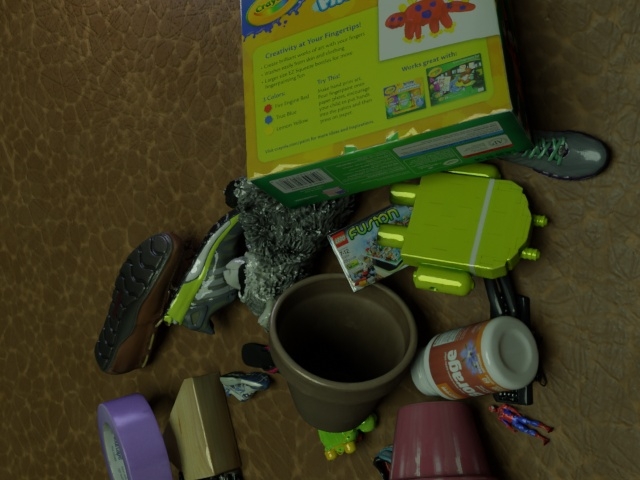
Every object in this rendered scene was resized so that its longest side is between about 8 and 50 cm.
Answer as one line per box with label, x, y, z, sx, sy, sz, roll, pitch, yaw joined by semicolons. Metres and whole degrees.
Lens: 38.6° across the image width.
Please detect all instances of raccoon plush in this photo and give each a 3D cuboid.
raccoon plush;0.000;0.000;1.706;0.446;0.216;0.299;-12;93;37

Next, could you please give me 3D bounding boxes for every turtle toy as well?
turtle toy;0.049;0.362;1.757;0.130;0.066;0.095;-28;77;34

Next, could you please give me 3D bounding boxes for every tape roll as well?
tape roll;-0.411;0.482;2.023;0.275;0.090;0.275;42;140;51

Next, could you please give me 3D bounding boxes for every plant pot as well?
plant pot;0.035;0.227;1.658;0.263;0.263;0.229;38;144;29
plant pot;0.203;0.378;1.577;0.201;0.201;0.180;-18;65;36

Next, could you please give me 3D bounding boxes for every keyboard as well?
keyboard;0.330;0.185;1.557;0.100;0.038;0.192;-2;92;37

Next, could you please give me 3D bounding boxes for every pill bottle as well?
pill bottle;0.253;0.205;1.543;0.216;0.121;0.121;-27;76;53

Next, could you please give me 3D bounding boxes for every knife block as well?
knife block;-0.227;0.457;1.958;0.242;0.088;0.276;34;111;30

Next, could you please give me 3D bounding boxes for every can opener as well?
can opener;0.295;0.049;1.565;0.073;0.059;0.186;96;154;-66

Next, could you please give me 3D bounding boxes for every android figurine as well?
android figurine;0.239;-0.026;1.533;0.272;0.056;0.248;8;66;18

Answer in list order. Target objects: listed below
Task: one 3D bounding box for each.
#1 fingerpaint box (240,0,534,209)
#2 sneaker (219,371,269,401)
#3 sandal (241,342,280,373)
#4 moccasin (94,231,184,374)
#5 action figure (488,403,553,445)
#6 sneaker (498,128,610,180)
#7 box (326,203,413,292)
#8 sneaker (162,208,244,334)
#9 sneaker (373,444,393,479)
fingerpaint box;0.100;-0.289;1.521;0.444;0.163;0.371;-14;67;23
sneaker;-0.154;0.310;1.926;0.135;0.052;0.058;-3;100;44
sandal;-0.103;0.245;1.882;0.179;0.040;0.067;-1;91;37
moccasin;-0.381;0.145;2.040;0.139;0.146;0.380;45;121;43
action figure;0.338;0.310;1.562;0.115;0.030;0.038;24;111;36
sneaker;0.351;-0.145;1.487;0.223;0.098;0.083;13;100;36
box;0.127;-0.002;1.622;0.206;0.036;0.114;-27;86;-1
sneaker;-0.213;0.064;1.927;0.121;0.111;0.300;29;100;-11
sneaker;0.150;0.457;1.681;0.162;0.073;0.063;49;118;24
